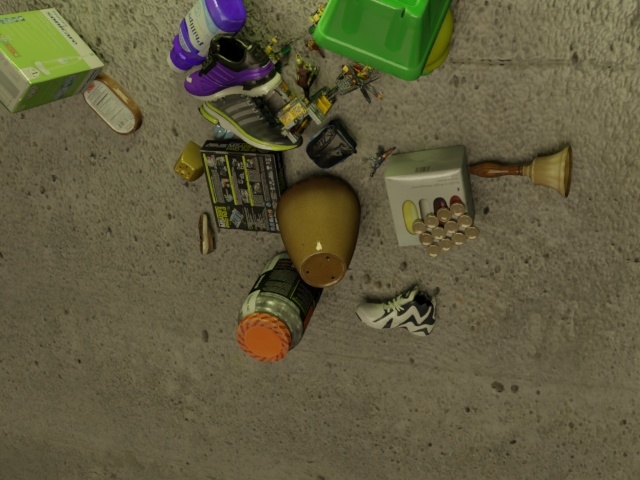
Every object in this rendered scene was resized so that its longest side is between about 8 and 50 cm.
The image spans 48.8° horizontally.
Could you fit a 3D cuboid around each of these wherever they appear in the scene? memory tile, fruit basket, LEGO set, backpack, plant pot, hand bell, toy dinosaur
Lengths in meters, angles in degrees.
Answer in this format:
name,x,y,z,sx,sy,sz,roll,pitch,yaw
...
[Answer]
name,x,y,z,sx,sy,sz,roll,pitch,yaw
memory tile,0.310,-0.027,1.754,0.148,0.012,0.113,-26,110,28
fruit basket,0.171,-0.511,1.527,0.282,0.392,0.392,22,125,3
LEGO set,-0.026,-0.396,1.702,0.331,0.192,0.255,-23,112,28
backpack,0.027,-0.248,1.843,0.114,0.084,0.105,-35,105,26
plant pot,0.000,0.000,1.868,0.236,0.254,0.237,-2,128,-2
hand bell,0.489,-0.173,1.749,0.241,0.126,0.126,5,123,28
toy dinosaur,0.154,-0.202,1.861,0.090,0.047,0.082,-1,140,6
plant pot,-0.366,-0.214,1.988,0.081,0.083,0.081,36,124,-6

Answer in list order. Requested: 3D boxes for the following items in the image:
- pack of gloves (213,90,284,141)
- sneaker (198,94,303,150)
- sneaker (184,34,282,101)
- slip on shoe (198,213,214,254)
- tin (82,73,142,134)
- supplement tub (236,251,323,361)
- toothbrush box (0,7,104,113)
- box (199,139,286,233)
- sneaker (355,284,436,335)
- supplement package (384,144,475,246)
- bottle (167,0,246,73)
name,x,y,z,sx,sy,sz,roll,pitch,yaw
pack of gloves,-0.182,-0.306,1.897,0.195,0.046,0.232,41,123,-11
sneaker,-0.174,-0.322,1.812,0.299,0.111,0.121,28,114,12
sneaker,-0.232,-0.424,1.691,0.293,0.102,0.146,3,138,37
slip on shoe,-0.341,-0.020,2.129,0.041,0.051,0.136,-9,117,-24
tin,-0.585,-0.380,1.983,0.106,0.040,0.190,-36,105,27
supplement tub,-0.117,0.189,2.020,0.193,0.316,0.194,8,122,13
toothbrush box,-0.734,-0.465,1.807,0.206,0.283,0.122,48,123,-3
box,-0.206,-0.147,1.974,0.216,0.060,0.270,5,130,15
sneaker,0.227,0.183,2.046,0.234,0.094,0.153,15,123,8
supplement package,0.284,-0.112,1.808,0.194,0.149,0.203,-6,119,19
bottle,-0.291,-0.509,1.740,0.282,0.092,0.118,-27,83,49
